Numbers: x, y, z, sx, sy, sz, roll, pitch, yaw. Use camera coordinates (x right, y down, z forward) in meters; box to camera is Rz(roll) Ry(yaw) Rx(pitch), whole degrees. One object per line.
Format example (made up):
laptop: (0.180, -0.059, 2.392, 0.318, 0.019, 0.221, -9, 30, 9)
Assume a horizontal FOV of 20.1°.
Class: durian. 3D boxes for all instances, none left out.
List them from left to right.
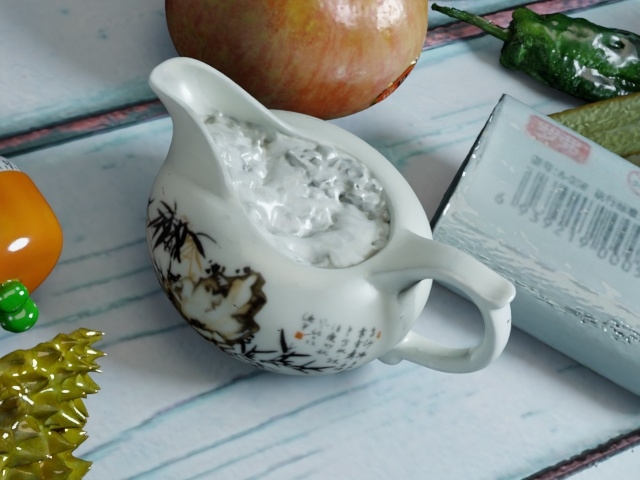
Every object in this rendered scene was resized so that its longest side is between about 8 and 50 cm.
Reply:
durian: (-0.212, 0.127, 1.106, 0.132, 0.165, 0.182, 26, 13, 40)

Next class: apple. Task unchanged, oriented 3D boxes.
apple: (-0.013, -0.191, 1.409, 0.209, 0.164, 0.209, 11, 52, -14)

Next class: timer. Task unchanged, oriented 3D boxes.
timer: (-0.229, 0.012, 1.196, 0.136, 0.099, 0.136, 8, 64, -16)

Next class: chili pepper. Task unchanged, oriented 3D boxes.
chili pepper: (0.243, -0.170, 1.578, 0.279, 0.065, 0.122, 3, 44, -25)

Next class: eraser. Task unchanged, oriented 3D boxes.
eraser: (0.201, 0.007, 1.390, 0.227, 0.081, 0.174, 30, 62, -1)

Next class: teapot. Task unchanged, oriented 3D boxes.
teapot: (0.000, 0.000, 1.273, 0.300, 0.166, 0.208, 26, 35, 11)

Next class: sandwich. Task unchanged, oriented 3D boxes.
sandwich: (0.293, -0.056, 1.488, 0.244, 0.088, 0.090, 21, 44, -7)
